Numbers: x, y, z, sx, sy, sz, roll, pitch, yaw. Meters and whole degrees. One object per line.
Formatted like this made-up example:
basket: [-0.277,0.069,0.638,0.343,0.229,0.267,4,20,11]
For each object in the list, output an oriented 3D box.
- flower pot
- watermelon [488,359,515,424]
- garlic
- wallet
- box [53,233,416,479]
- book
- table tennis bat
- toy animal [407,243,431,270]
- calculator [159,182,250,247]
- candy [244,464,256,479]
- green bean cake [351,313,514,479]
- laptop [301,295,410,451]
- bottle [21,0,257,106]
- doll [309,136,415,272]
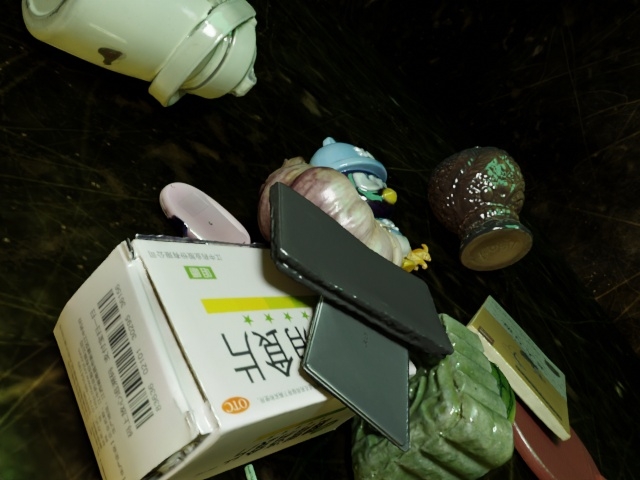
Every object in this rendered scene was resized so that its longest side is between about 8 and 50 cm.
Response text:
flower pot: [0.442,-0.075,1.478,0.267,0.267,0.267,28,42,-35]
watermelon: [0.214,0.229,0.804,0.141,0.141,0.187,42,23,-10]
garlic: [0.000,0.000,0.782,0.245,0.160,0.245,42,-4,4]
wallet: [0.043,0.035,0.577,0.244,0.025,0.124,32,30,-28]
box: [-0.065,0.111,0.534,0.333,0.145,0.173,7,45,-55]
book: [0.436,0.252,1.181,0.269,0.032,0.389,49,19,12]
table tennis bat: [0.478,0.420,1.038,0.415,0.051,0.268,45,24,-2]
toy animal: [0.194,0.025,1.158,0.083,0.060,0.081,37,67,-22]
calculator: [-0.145,-0.016,0.729,0.166,0.024,0.103,43,26,-6]
candy: [-0.034,0.280,0.462,0.193,0.058,0.062,60,0,44]
green bean cake: [0.118,0.198,0.647,0.094,0.183,0.185,35,29,-21]
laptop: [0.043,0.102,0.531,0.129,0.016,0.180,41,25,-13]
bottle: [-0.239,-0.328,0.836,0.352,0.229,0.229,17,38,-51]
doll: [0.075,-0.073,1.018,0.177,0.141,0.313,12,45,-55]
